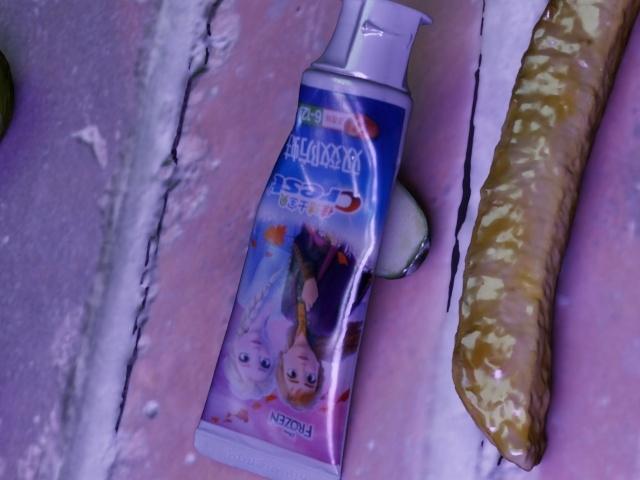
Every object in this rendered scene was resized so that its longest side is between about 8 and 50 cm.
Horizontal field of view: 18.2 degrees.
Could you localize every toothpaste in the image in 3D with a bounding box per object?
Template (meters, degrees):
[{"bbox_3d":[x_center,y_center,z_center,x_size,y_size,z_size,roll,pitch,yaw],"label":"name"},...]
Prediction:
[{"bbox_3d":[0.000,0.000,1.075,0.096,0.061,0.266,16,92,33],"label":"toothpaste"}]

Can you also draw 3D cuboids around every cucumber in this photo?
[{"bbox_3d":[0.022,-0.012,1.110,0.107,0.035,0.067,36,95,35],"label":"cucumber"}]

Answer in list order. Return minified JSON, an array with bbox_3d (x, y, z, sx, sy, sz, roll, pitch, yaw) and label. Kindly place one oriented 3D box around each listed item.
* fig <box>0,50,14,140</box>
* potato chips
[{"bbox_3d":[-0.275,-0.068,1.313,0.123,0.123,0.156,21,94,42],"label":"fig"},{"bbox_3d":[0.137,-0.074,1.046,0.080,0.057,0.407,12,71,26],"label":"potato chips"}]
